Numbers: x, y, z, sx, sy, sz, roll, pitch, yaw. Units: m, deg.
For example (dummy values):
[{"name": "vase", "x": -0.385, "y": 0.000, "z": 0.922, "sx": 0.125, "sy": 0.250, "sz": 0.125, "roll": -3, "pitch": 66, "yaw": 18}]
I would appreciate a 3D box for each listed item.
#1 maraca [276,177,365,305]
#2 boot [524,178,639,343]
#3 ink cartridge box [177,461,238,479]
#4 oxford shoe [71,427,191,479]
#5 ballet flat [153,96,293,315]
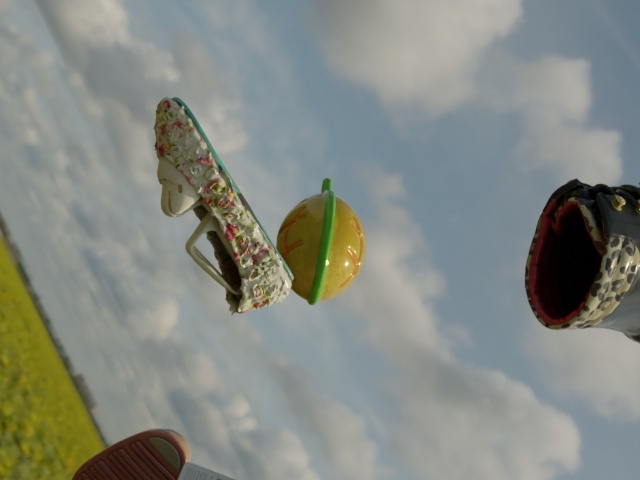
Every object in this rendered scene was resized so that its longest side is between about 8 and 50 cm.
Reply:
[{"name": "maraca", "x": 0.000, "y": 0.000, "z": 1.499, "sx": 0.186, "sy": 0.099, "sz": 0.127, "roll": -91, "pitch": -166, "yaw": -69}, {"name": "boot", "x": 0.243, "y": -0.033, "z": 0.922, "sx": 0.085, "sy": 0.178, "sz": 0.237, "roll": 28, "pitch": -76, "yaw": 45}, {"name": "ink cartridge box", "x": -0.097, "y": 0.397, "z": 1.741, "sx": 0.231, "sy": 0.134, "sz": 0.078, "roll": 21, "pitch": -45, "yaw": 0}, {"name": "oxford shoe", "x": -0.316, "y": 0.402, "z": 2.095, "sx": 0.140, "sy": 0.397, "sz": 0.146, "roll": 49, "pitch": 32, "yaw": 4}, {"name": "ballet flat", "x": -0.110, "y": -0.026, "z": 1.324, "sx": 0.241, "sy": 0.077, "sz": 0.091, "roll": 58, "pitch": -18, "yaw": -16}]
